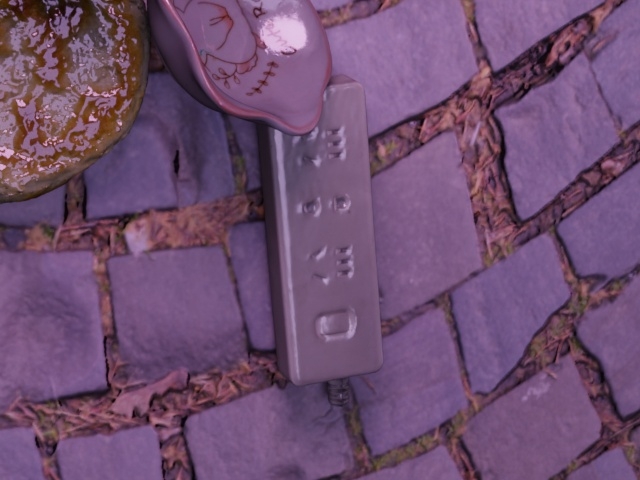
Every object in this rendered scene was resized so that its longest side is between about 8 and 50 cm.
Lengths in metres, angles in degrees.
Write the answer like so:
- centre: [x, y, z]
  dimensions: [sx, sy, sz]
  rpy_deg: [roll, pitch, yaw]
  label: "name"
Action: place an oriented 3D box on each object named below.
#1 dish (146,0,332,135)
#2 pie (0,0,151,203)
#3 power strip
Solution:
- centre: [-0.089, -0.182, 1.744]
  dimensions: [0.081, 0.229, 0.229]
  rpy_deg: [-26, 117, 32]
  label: "dish"
- centre: [-0.288, -0.170, 1.713]
  dimensions: [0.302, 0.067, 0.302]
  rpy_deg: [-4, 102, -19]
  label: "pie"
- centre: [0.000, 0.000, 1.859]
  dimensions: [0.098, 0.058, 0.338]
  rpy_deg: [-10, 106, -18]
  label: "power strip"
